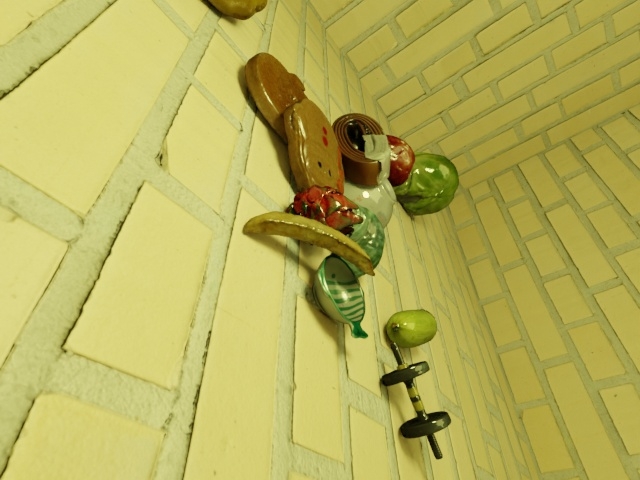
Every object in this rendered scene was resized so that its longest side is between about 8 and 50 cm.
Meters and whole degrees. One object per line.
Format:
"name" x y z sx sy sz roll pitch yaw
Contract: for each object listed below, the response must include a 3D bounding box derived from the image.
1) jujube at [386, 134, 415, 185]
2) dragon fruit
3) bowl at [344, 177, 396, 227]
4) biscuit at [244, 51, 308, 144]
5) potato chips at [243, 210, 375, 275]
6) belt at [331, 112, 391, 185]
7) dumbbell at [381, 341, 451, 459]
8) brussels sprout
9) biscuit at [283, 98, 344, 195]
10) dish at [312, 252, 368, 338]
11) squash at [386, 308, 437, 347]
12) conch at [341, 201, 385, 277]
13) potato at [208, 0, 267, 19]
"jujube" 0.256 -0.366 1.794 0.318 0.223 0.223 24 29 3
"dragon fruit" 0.005 -0.071 1.138 0.188 0.182 0.182 46 29 -35
"bowl" 0.208 -0.182 1.663 0.345 0.157 0.345 43 31 -34
"biscuit" -0.116 -0.467 1.412 0.394 0.070 0.350 49 32 -34
"potato chips" 0.000 0.000 1.039 0.407 0.080 0.057 21 19 -31
"belt" 0.157 -0.359 1.591 0.122 0.217 0.338 85 -10 -50
"dumbbell" 0.270 0.449 1.154 0.143 0.143 0.325 11 56 -60
"brussels sprout" 0.611 -0.346 2.356 0.425 0.361 0.342 34 39 -47
"biscuit" -0.009 -0.268 1.338 0.359 0.074 0.380 31 51 -55
"dish" 0.043 0.156 1.091 0.224 0.078 0.246 21 46 -55
"squash" 0.304 0.304 1.392 0.247 0.133 0.132 10 57 -57
"conch" 0.105 -0.023 1.306 0.220 0.196 0.277 -58 148 -34
"potato" -0.338 -0.853 1.314 0.369 0.177 0.195 9 96 -51
